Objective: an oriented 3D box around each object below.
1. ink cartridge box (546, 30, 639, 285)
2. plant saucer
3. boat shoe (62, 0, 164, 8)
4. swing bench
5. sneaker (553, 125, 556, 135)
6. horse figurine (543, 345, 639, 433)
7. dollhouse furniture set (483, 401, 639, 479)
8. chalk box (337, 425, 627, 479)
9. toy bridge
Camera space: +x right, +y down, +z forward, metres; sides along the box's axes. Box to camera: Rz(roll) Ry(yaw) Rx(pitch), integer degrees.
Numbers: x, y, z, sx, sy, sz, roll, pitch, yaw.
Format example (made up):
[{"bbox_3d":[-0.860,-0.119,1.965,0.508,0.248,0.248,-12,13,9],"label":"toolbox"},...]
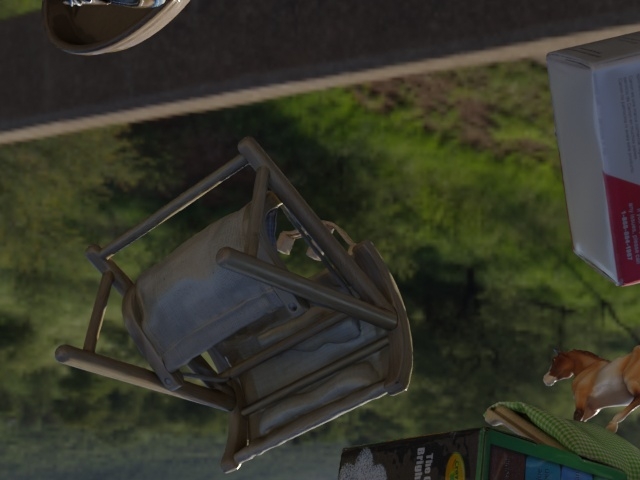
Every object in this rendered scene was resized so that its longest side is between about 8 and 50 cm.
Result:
[{"bbox_3d":[0.399,-0.107,1.106,0.306,0.226,0.131,-14,-164,-8],"label":"ink cartridge box"},{"bbox_3d":[-0.214,-0.328,1.296,0.278,0.278,0.041,-6,151,36],"label":"plant saucer"},{"bbox_3d":[-0.203,-0.234,0.986,0.066,0.066,0.183,-31,-144,-25],"label":"boat shoe"},{"bbox_3d":[-0.080,0.077,1.125,0.253,0.165,0.254,-30,125,32],"label":"swing bench"},{"bbox_3d":[0.340,-0.091,1.382,0.152,0.085,0.058,15,-170,-34],"label":"sneaker"},{"bbox_3d":[0.360,0.184,1.353,0.066,0.174,0.263,46,144,-11],"label":"horse figurine"},{"bbox_3d":[0.347,0.205,1.125,0.197,0.151,0.301,29,-179,-37],"label":"dollhouse furniture set"},{"bbox_3d":[0.156,0.279,1.001,0.179,0.180,0.289,21,157,-28],"label":"chalk box"},{"bbox_3d":[0.000,0.000,1.794,0.188,0.063,0.026,11,165,47],"label":"toy bridge"}]
